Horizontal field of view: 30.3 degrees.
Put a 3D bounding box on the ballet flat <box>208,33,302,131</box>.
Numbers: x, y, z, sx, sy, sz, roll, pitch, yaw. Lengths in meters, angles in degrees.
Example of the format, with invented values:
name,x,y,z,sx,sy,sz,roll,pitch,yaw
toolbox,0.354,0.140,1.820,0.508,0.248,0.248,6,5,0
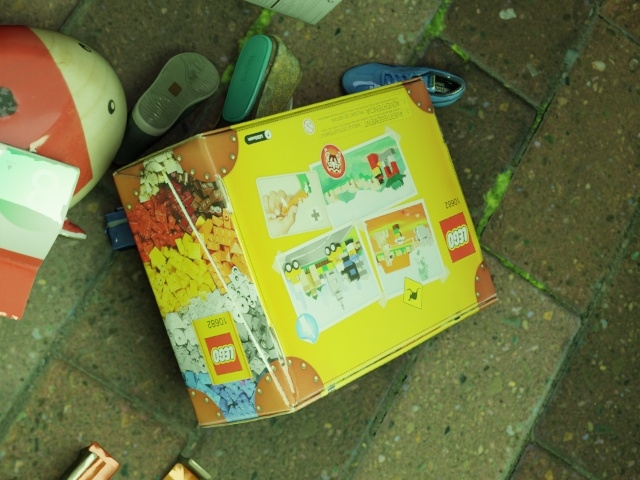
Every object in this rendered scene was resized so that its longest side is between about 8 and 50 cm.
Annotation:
name,x,y,z,sx,sy,sz,roll,pitch,yaw
ballet flat,-0.120,-0.154,1.850,0.123,0.123,0.348,26,77,-14

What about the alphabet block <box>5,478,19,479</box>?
name,x,y,z,sx,sy,sz,roll,pitch,yaw
alphabet block,-0.488,0.435,1.593,0.197,0.193,0.192,-8,83,-20

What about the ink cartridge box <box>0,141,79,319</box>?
name,x,y,z,sx,sy,sz,roll,pitch,yaw
ink cartridge box,-0.436,-0.017,1.535,0.181,0.056,0.225,18,91,-26

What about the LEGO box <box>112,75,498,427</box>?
name,x,y,z,sx,sy,sz,roll,pitch,yaw
LEGO box,0.000,0.000,1.704,0.500,0.193,0.372,-21,93,-47

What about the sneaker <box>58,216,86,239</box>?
name,x,y,z,sx,sy,sz,roll,pitch,yaw
sneaker,-0.401,-0.044,1.767,0.118,0.042,0.067,19,80,-13

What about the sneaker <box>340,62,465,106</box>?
name,x,y,z,sx,sy,sz,roll,pitch,yaw
sneaker,0.140,-0.264,1.964,0.209,0.082,0.069,4,83,-17

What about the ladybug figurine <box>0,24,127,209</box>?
name,x,y,z,sx,sy,sz,roll,pitch,yaw
ladybug figurine,-0.479,-0.151,1.632,0.449,0.162,0.305,-28,87,-18

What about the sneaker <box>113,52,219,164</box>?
name,x,y,z,sx,sy,sz,roll,pitch,yaw
sneaker,-0.248,-0.208,1.830,0.083,0.118,0.222,47,42,-7

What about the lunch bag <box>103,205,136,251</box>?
name,x,y,z,sx,sy,sz,roll,pitch,yaw
lunch bag,-0.280,-0.023,1.787,0.098,0.067,0.065,-12,86,-1

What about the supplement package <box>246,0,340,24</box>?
name,x,y,z,sx,sy,sz,roll,pitch,yaw
supplement package,-0.097,-0.487,1.861,0.293,0.175,0.177,17,79,-16

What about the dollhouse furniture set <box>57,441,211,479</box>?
name,x,y,z,sx,sy,sz,roll,pitch,yaw
dollhouse furniture set,-0.268,0.415,1.700,0.259,0.135,0.262,44,72,-9
